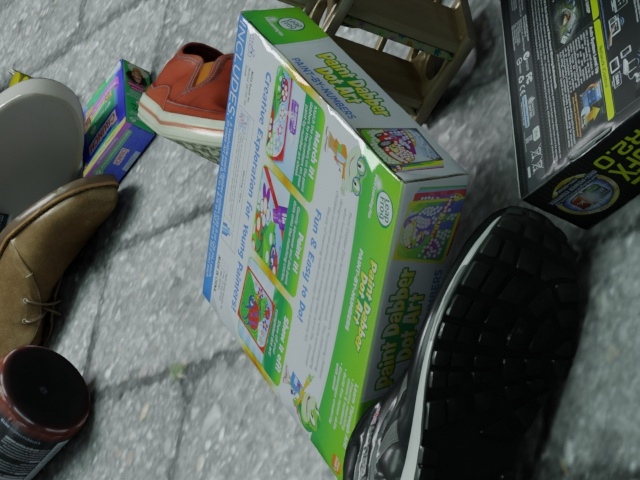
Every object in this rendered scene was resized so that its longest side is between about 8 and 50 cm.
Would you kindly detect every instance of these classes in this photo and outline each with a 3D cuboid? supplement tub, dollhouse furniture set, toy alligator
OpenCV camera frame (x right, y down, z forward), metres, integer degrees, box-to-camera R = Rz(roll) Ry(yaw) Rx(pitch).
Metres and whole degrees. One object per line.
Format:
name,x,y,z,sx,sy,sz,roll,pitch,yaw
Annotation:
supplement tub,-0.320,0.196,1.691,0.198,0.106,0.106,-44,36,36
dollhouse furniture set,0.009,-0.192,1.314,0.101,0.181,0.161,-57,25,36
toy alligator,-0.356,-0.173,2.066,0.189,0.056,0.051,26,94,62

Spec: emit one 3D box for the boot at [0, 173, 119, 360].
boot,-0.299,0.046,1.807,0.305,0.112,0.115,-43,66,30

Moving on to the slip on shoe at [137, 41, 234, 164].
slip on shoe,-0.076,-0.115,1.490,0.101,0.123,0.331,-62,24,3

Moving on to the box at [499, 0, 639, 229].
box,0.209,-0.173,1.094,0.216,0.060,0.270,-40,39,40

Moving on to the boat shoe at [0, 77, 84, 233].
boat shoe,-0.346,-0.090,1.886,0.158,0.127,0.340,-92,26,-44

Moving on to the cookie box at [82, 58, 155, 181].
cookie box,-0.218,-0.125,1.812,0.092,0.040,0.107,-48,35,31

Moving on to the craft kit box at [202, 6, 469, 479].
craft kit box,0.000,0.000,1.188,0.247,0.061,0.250,-127,38,-47

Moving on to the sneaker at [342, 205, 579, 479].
sneaker,0.066,0.108,1.080,0.124,0.107,0.283,10,79,57
